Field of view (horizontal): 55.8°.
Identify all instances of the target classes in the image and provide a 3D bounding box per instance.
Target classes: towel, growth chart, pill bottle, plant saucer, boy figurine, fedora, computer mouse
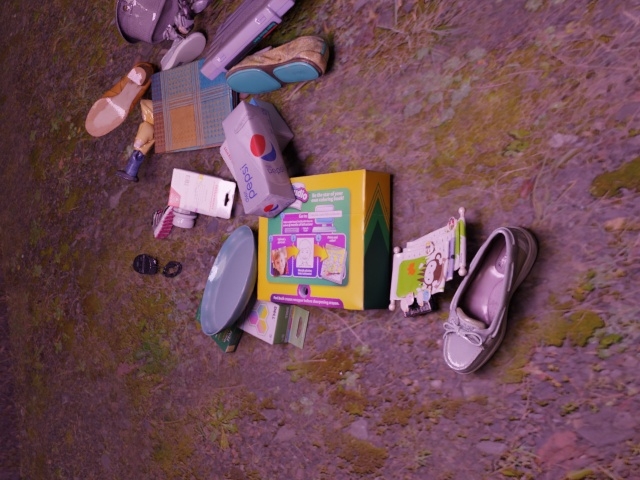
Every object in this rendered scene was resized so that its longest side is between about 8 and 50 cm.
[{"bbox_3d":[-0.391,-0.414,1.864,0.370,0.040,0.271,-1,91,38],"label":"towel"},{"bbox_3d":[0.224,0.050,1.272,0.237,0.021,0.172,-33,45,47],"label":"growth chart"},{"bbox_3d":[-0.418,-0.112,1.887,0.078,0.078,0.137,22,104,41],"label":"pill bottle"},{"bbox_3d":[-0.245,0.113,1.671,0.317,0.044,0.317,-43,34,40],"label":"plant saucer"},{"bbox_3d":[-0.603,-0.337,2.030,0.177,0.092,0.285,-139,69,-75],"label":"boy figurine"},{"bbox_3d":[-0.542,-0.751,1.956,0.124,0.244,0.275,30,109,8],"label":"fedora"},{"bbox_3d":[-0.546,0.086,2.037,0.242,0.041,0.071,6,91,37],"label":"computer mouse"}]

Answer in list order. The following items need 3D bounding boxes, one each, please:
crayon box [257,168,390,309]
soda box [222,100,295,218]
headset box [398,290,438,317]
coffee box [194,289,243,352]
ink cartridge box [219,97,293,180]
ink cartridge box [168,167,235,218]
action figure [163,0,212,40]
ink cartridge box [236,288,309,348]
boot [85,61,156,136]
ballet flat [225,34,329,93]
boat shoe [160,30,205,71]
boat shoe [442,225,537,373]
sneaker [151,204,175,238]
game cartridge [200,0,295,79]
[{"bbox_3d":[0.000,0.000,1.474,0.363,0.106,0.313,0,87,44],"label":"crayon box"},{"bbox_3d":[-0.158,-0.202,1.511,0.098,0.091,0.286,-35,60,34],"label":"soda box"},{"bbox_3d":[0.210,0.132,1.323,0.083,0.032,0.062,-24,72,41],"label":"headset box"},{"bbox_3d":[-0.298,0.235,1.791,0.184,0.040,0.113,38,113,38],"label":"coffee box"},{"bbox_3d":[-0.180,-0.270,1.666,0.190,0.082,0.139,-50,57,31],"label":"ink cartridge box"},{"bbox_3d":[-0.340,-0.139,1.791,0.198,0.067,0.115,14,100,12],"label":"ink cartridge box"},{"bbox_3d":[-0.377,-0.708,1.816,0.285,0.099,0.185,-41,44,15],"label":"action figure"},{"bbox_3d":[-0.131,0.210,1.620,0.209,0.062,0.109,18,101,42],"label":"ink cartridge box"},{"bbox_3d":[-0.657,-0.475,2.034,0.295,0.104,0.211,-47,14,9],"label":"boot"},{"bbox_3d":[-0.111,-0.468,1.600,0.348,0.123,0.123,2,90,44],"label":"ballet flat"},{"bbox_3d":[-0.448,-0.605,1.928,0.227,0.079,0.081,-33,72,41],"label":"boat shoe"},{"bbox_3d":[0.312,0.119,1.179,0.118,0.103,0.320,37,113,37],"label":"boat shoe"},{"bbox_3d":[-0.512,-0.082,1.985,0.075,0.063,0.170,55,128,22],"label":"sneaker"},{"bbox_3d":[-0.180,-0.596,1.622,0.355,0.068,0.230,-28,43,39],"label":"game cartridge"}]
